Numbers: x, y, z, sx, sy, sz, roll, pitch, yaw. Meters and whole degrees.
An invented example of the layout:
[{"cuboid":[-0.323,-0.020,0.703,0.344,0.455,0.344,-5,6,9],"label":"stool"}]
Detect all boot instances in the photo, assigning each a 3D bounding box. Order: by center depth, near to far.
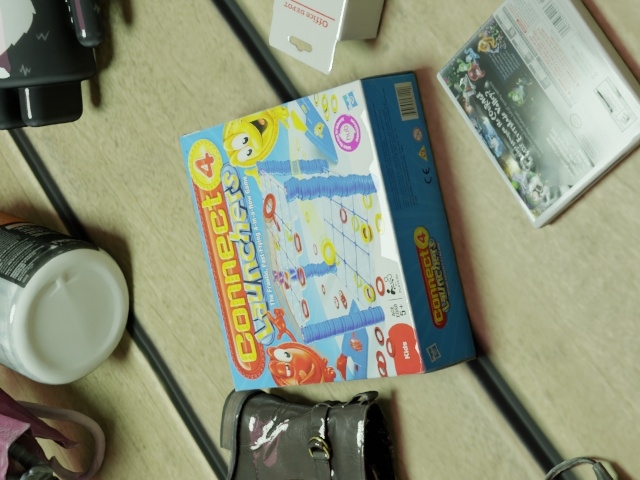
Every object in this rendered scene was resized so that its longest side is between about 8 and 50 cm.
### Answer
[{"cuboid":[-0.009,0.288,1.602,0.229,0.091,0.263,6,108,40],"label":"boot"}]

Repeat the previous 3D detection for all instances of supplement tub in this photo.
[{"cuboid":[-0.424,0.065,1.893,0.316,0.193,0.194,17,111,43],"label":"supplement tub"}]

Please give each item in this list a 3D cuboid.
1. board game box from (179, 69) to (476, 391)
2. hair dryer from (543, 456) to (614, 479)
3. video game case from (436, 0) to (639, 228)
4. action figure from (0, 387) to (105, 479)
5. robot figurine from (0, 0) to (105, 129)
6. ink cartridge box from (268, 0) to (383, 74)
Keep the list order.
[{"cuboid":[0.000,0.000,1.520,0.302,0.086,0.308,-12,91,46],"label":"board game box"},{"cuboid":[0.297,0.332,1.274,0.293,0.080,0.224,5,105,55],"label":"hair dryer"},{"cuboid":[0.211,-0.136,1.319,0.173,0.022,0.190,-46,68,41],"label":"video game case"},{"cuboid":[-0.489,0.206,1.886,0.370,0.275,0.248,37,123,17],"label":"action figure"},{"cuboid":[-0.380,-0.283,1.775,0.173,0.209,0.278,-132,36,-80],"label":"robot figurine"},{"cuboid":[0.014,-0.276,1.457,0.104,0.061,0.181,32,121,37],"label":"ink cartridge box"}]
